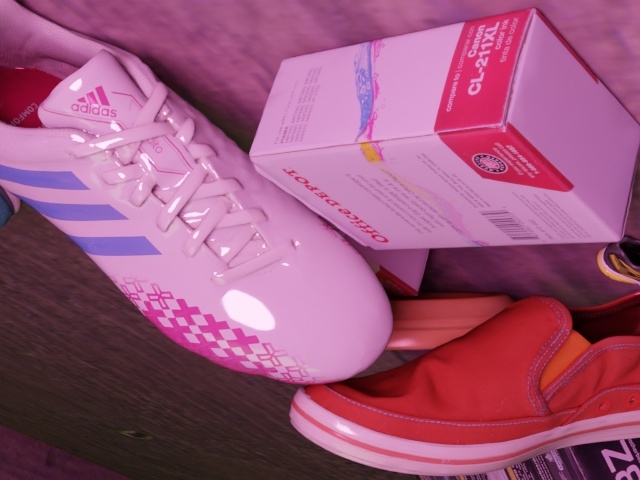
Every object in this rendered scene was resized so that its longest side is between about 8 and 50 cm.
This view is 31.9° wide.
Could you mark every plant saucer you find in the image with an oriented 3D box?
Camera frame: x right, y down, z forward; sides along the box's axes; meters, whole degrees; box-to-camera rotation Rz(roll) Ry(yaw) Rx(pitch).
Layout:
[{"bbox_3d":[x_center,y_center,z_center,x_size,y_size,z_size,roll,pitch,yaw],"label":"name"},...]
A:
[{"bbox_3d":[0.071,0.061,0.896,0.200,0.037,0.200,-2,179,0],"label":"plant saucer"}]

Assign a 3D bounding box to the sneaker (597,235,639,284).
[{"bbox_3d":[0.231,0.020,0.758,0.083,0.031,0.035,15,160,5],"label":"sneaker"}]

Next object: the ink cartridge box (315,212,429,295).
[{"bbox_3d":[0.000,0.000,0.852,0.135,0.056,0.099,-2,154,41],"label":"ink cartridge box"}]

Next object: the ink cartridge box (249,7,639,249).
[{"bbox_3d":[0.068,-0.054,0.627,0.175,0.072,0.127,-2,154,42],"label":"ink cartridge box"}]

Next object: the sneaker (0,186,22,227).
[{"bbox_3d":[-0.366,-0.070,0.881,0.275,0.110,0.107,31,156,-37],"label":"sneaker"}]

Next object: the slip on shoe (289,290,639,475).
[{"bbox_3d":[0.132,0.087,0.759,0.331,0.101,0.123,-5,-167,-24],"label":"slip on shoe"}]

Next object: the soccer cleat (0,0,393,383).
[{"bbox_3d":[-0.099,-0.031,0.672,0.331,0.116,0.143,33,154,8],"label":"soccer cleat"}]

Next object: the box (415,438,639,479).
[{"bbox_3d":[0.226,0.287,1.025,0.097,0.395,0.318,-24,174,-25],"label":"box"}]
